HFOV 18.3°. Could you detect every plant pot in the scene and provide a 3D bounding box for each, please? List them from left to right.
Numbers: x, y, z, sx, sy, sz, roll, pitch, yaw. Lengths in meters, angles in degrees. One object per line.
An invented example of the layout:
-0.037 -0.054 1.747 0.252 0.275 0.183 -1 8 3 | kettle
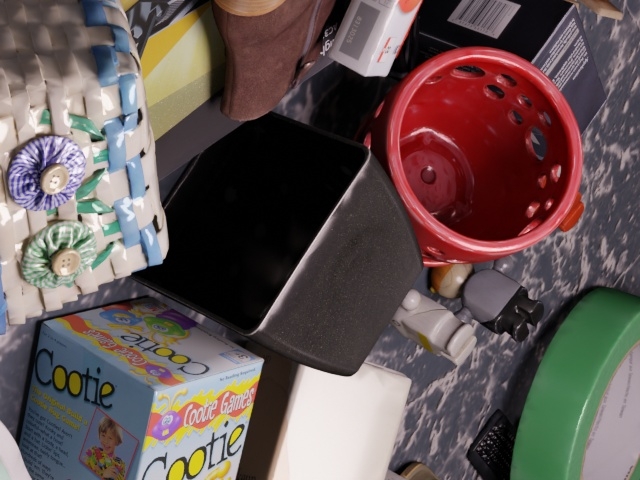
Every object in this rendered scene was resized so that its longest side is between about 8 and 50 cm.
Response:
-0.023 0.015 1.742 0.187 0.188 0.167 -57 135 -9 | plant pot
0.120 -0.066 1.827 0.191 0.191 0.174 -48 -172 -22 | plant pot

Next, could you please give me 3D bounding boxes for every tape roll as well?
0.341 0.220 2.460 0.321 0.077 0.321 -41 141 -46 | tape roll

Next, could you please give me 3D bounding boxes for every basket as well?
-0.262 -0.060 1.399 0.289 0.201 0.254 -10 131 -5 | basket

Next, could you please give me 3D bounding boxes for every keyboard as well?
0.245 0.268 2.445 0.100 0.038 0.192 -56 147 -12 | keyboard

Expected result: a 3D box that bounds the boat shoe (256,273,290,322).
0.000 0.000 1.903 0.081 0.069 0.227 46 67 -17 | boat shoe

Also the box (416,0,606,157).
0.179 -0.175 1.942 0.093 0.156 0.158 -53 146 -17 | box

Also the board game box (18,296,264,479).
-0.171 0.210 1.741 0.142 0.144 0.275 -13 123 -50 | board game box

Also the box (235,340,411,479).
-0.034 0.258 1.870 0.121 0.148 0.311 20 78 -24 | box

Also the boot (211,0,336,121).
-0.006 -0.234 1.596 0.248 0.090 0.207 -46 157 -32 | boot

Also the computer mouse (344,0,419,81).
0.046 -0.259 1.788 0.262 0.060 0.184 56 36 -71 | computer mouse

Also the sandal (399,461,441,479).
0.126 0.307 2.298 0.072 0.049 0.180 -57 146 -9 | sandal

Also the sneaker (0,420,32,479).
-0.316 0.204 1.587 0.151 0.094 0.256 -45 141 -21 | sneaker

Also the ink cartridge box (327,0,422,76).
0.078 -0.208 1.665 0.145 0.045 0.179 -65 161 13 | ink cartridge box

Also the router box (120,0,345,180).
-0.112 -0.196 1.599 0.309 0.081 0.243 -38 139 -33 | router box

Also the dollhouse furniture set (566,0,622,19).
0.274 -0.351 1.929 0.259 0.135 0.262 5 119 -46 | dollhouse furniture set

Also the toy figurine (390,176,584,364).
0.146 0.007 2.044 0.213 0.148 0.209 -19 133 -49 | toy figurine

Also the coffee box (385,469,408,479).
-0.022 0.339 2.074 0.246 0.098 0.141 -26 131 -43 | coffee box
